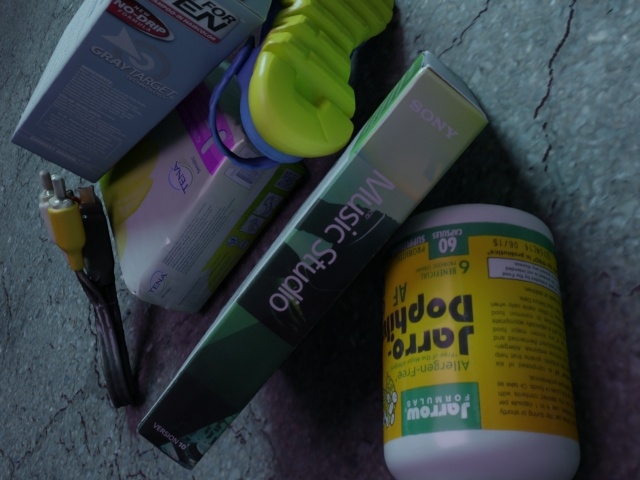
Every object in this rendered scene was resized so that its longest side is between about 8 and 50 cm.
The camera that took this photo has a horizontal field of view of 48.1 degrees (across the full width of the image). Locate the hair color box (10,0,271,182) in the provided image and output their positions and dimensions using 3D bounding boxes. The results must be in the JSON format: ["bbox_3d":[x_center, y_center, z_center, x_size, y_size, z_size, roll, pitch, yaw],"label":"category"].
[{"bbox_3d":[-0.184,-0.223,0.750,0.374,0.113,0.185,-27,43,47],"label":"hair color box"}]

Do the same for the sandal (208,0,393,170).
[{"bbox_3d":[-0.025,-0.183,0.687,0.138,0.126,0.317,-29,30,44],"label":"sandal"}]

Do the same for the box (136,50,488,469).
[{"bbox_3d":[0.000,0.000,0.563,0.322,0.058,0.232,-52,4,19],"label":"box"}]

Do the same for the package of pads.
[{"bbox_3d":[-0.162,-0.084,0.854,0.229,0.101,0.296,-52,40,17],"label":"package of pads"}]

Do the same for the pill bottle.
[{"bbox_3d":[0.097,0.093,0.451,0.117,0.117,0.208,-22,56,42],"label":"pill bottle"}]

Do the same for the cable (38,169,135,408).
[{"bbox_3d":[-0.279,0.055,0.857,0.139,0.072,0.287,-159,61,-71],"label":"cable"}]
